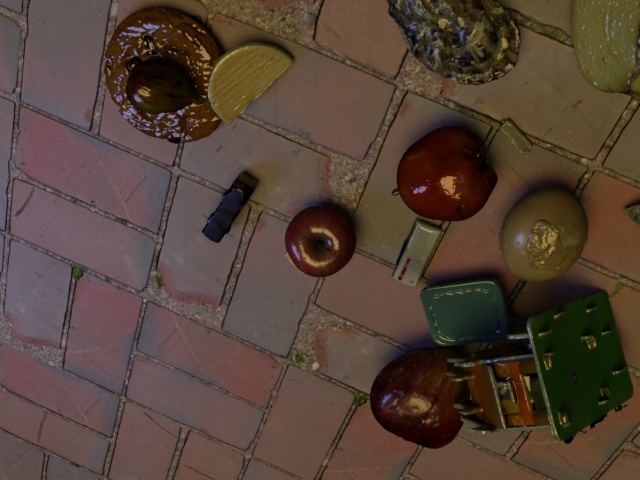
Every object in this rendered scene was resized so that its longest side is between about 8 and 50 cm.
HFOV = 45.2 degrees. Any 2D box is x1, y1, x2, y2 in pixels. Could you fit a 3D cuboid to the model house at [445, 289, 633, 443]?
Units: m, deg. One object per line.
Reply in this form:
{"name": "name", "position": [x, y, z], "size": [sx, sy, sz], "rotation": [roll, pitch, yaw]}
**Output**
{"name": "model house", "position": [0.421, 0.254, 1.584], "size": [0.312, 0.357, 0.243], "rotation": [-14, 89, 46]}

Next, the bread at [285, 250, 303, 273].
{"name": "bread", "position": [-0.036, 0.031, 1.741], "size": [0.083, 0.035, 0.070], "rotation": [-34, 104, 35]}

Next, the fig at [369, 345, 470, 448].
{"name": "fig", "position": [0.229, 0.355, 1.752], "size": [0.224, 0.224, 0.263], "rotation": [24, 133, 3]}

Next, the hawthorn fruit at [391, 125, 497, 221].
{"name": "hawthorn fruit", "position": [0.226, -0.120, 1.473], "size": [0.202, 0.185, 0.185], "rotation": [-13, 116, 30]}

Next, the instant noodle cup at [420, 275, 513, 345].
{"name": "instant noodle cup", "position": [0.319, 0.144, 1.672], "size": [0.179, 0.070, 0.157], "rotation": [-8, 117, 24]}

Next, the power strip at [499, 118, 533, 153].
{"name": "power strip", "position": [0.372, -0.201, 1.468], "size": [0.027, 0.017, 0.083], "rotation": [-36, 105, 32]}

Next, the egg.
{"name": "egg", "position": [0.429, -0.008, 1.483], "size": [0.164, 0.164, 0.202], "rotation": [21, 130, 5]}

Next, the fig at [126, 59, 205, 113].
{"name": "fig", "position": [-0.300, -0.291, 1.503], "size": [0.154, 0.109, 0.103], "rotation": [20, 164, -21]}

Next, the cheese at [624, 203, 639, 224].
{"name": "cheese", "position": [0.636, -0.045, 1.454], "size": [0.120, 0.026, 0.067], "rotation": [13, 154, 33]}

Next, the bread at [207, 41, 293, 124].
{"name": "bread", "position": [-0.159, -0.328, 1.519], "size": [0.193, 0.036, 0.112], "rotation": [-42, 125, 18]}

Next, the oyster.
{"name": "oyster", "position": [0.196, -0.407, 1.331], "size": [0.351, 0.158, 0.162], "rotation": [38, 91, -22]}

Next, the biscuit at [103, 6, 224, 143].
{"name": "biscuit", "position": [-0.320, -0.331, 1.585], "size": [0.295, 0.075, 0.296], "rotation": [9, 124, 14]}

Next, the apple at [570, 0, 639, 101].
{"name": "apple", "position": [0.532, -0.372, 1.191], "size": [0.254, 0.179, 0.346], "rotation": [16, 148, 2]}

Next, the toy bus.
{"name": "toy bus", "position": [-0.200, -0.074, 1.708], "size": [0.057, 0.072, 0.172], "rotation": [34, 124, -6]}

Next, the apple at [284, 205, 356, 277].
{"name": "apple", "position": [0.000, 0.000, 1.648], "size": [0.153, 0.120, 0.154], "rotation": [0, 94, 4]}

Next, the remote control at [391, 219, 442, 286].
{"name": "remote control", "position": [0.205, 0.031, 1.663], "size": [0.065, 0.029, 0.166], "rotation": [22, 125, 3]}
